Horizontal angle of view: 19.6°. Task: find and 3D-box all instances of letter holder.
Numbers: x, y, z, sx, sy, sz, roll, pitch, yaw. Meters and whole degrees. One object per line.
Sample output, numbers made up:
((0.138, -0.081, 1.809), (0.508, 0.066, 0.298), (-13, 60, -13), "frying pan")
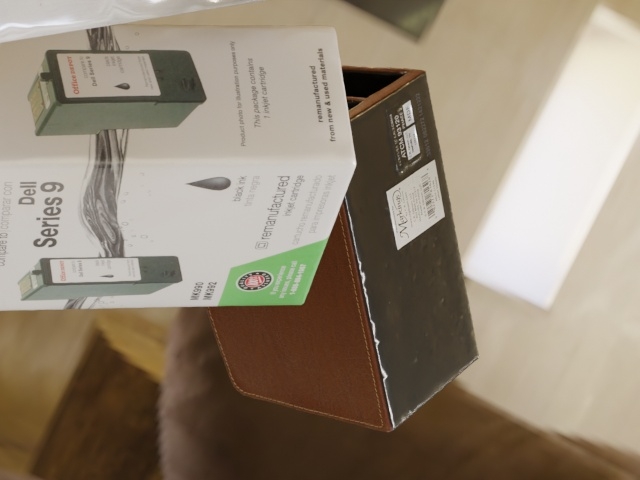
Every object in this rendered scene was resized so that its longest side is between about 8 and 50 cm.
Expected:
((0.000, 0.000, 1.746), (0.214, 0.302, 0.152), (8, 30, 39), "letter holder")

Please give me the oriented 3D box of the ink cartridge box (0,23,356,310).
((-0.141, -0.047, 1.302), (0.289, 0.121, 0.211), (-1, -29, -13), "ink cartridge box")

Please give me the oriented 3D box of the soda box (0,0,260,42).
((-0.142, -0.178, 1.062), (0.286, 0.098, 0.091), (-14, 26, -27), "soda box")
